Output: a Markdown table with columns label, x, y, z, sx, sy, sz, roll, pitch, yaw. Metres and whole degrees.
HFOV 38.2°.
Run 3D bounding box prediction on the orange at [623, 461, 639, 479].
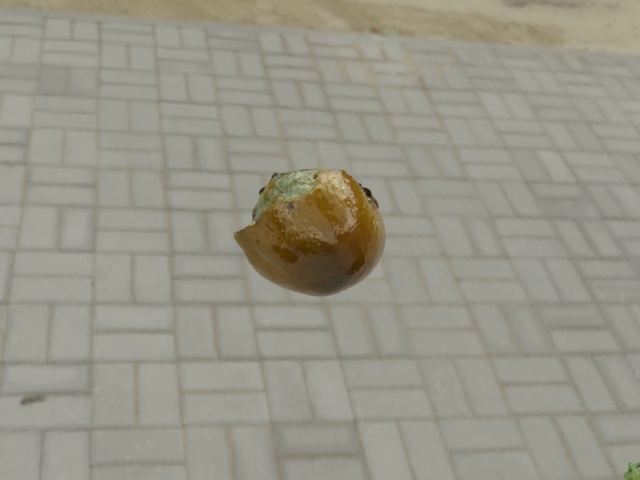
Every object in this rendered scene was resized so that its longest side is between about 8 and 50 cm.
| label | x | y | z | sx | sy | sz | roll | pitch | yaw |
| --- | --- | --- | --- | --- | --- | --- | --- | --- | --- |
| orange | 0.475 | 0.366 | 1.037 | 0.300 | 0.223 | 0.301 | 9 | 43 | -22 |

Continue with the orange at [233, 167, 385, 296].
| label | x | y | z | sx | sy | sz | roll | pitch | yaw |
| --- | --- | --- | --- | --- | --- | --- | --- | --- | --- |
| orange | 0.000 | 0.000 | 0.973 | 0.169 | 0.160 | 0.112 | -15 | 58 | -24 |
